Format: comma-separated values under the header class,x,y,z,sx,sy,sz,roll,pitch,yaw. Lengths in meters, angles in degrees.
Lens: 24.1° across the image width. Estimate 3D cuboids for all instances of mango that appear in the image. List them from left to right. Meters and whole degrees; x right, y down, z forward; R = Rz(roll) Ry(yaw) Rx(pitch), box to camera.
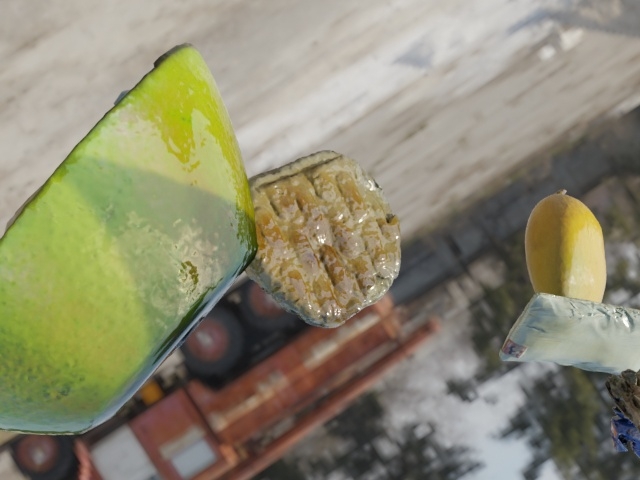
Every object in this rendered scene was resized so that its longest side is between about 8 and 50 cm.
class,x,y,z,sx,sy,sz,roll,pitch,yaw
mango,0.407,0.048,2.491,0.119,0.176,0.317,-13,-131,25

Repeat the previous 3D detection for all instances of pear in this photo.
class,x,y,z,sx,sy,sz,roll,pitch,yaw
pear,-0.179,0.031,1.312,0.399,0.165,0.399,-50,-179,1

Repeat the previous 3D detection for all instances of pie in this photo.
class,x,y,z,sx,sy,sz,roll,pitch,yaw
pie,0.000,0.000,1.534,0.195,0.195,0.046,-31,179,-36

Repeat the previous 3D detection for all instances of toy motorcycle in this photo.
class,x,y,z,sx,sy,sz,roll,pitch,yaw
toy motorcycle,0.536,0.312,2.390,0.114,0.205,0.076,-52,-172,16

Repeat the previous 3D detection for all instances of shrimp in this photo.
class,x,y,z,sx,sy,sz,roll,pitch,yaw
shrimp,0.345,0.209,1.405,0.046,0.219,0.152,-36,133,1

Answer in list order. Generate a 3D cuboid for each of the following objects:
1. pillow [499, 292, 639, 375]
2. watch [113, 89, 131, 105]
class,x,y,z,sx,sy,sz,roll,pitch,yaw
pillow,0.370,0.134,2.099,0.229,0.051,0.128,9,128,-19
watch,-0.267,-0.131,2.479,0.193,0.211,0.211,-63,172,7
